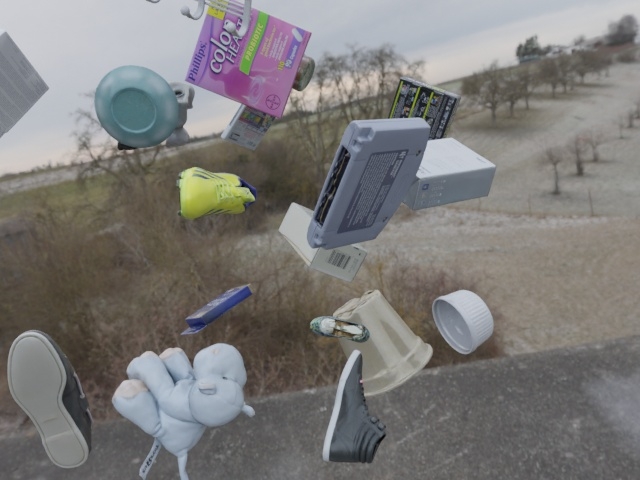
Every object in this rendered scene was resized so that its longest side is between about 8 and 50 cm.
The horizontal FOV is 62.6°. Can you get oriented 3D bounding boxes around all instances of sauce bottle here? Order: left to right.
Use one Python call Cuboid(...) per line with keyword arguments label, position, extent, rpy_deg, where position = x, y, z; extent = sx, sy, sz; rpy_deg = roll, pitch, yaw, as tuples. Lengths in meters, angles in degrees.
Cuboid(label="sauce bottle", position=(-0.189, -0.554, 1.558), extent=(0.345, 0.111, 0.111), rpy_deg=(25, 20, 7))

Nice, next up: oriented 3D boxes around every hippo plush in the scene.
Cuboid(label="hippo plush", position=(-0.284, 0.329, 1.118), extent=(0.237, 0.234, 0.294), rpy_deg=(-35, 35, 32))

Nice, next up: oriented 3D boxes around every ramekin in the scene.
Cuboid(label="ramekin", position=(0.480, 0.264, 1.759), extent=(0.109, 0.207, 0.207), rpy_deg=(-24, 14, -18))

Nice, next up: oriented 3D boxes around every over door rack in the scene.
Cuboid(label="over door rack", position=(-0.215, -0.564, 0.940), extent=(0.240, 0.324, 0.108), rpy_deg=(27, 28, 16))

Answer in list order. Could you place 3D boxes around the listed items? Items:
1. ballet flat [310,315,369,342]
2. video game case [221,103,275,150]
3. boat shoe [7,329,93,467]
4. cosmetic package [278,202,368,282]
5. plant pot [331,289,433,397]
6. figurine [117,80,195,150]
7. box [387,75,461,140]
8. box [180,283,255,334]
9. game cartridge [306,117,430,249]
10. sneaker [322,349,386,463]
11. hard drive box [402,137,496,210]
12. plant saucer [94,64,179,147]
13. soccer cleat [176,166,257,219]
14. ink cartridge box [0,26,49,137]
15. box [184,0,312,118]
Cuboid(label="ballet flat", position=(0.059, 0.268, 1.619), extent=(0.189, 0.070, 0.070), rpy_deg=(8, 15, 6))
Cuboid(label="video game case", position=(-0.229, -0.400, 1.768), extent=(0.183, 0.023, 0.201), rpy_deg=(-55, -19, 12))
Cuboid(label="boat shoe", position=(-0.564, 0.325, 1.112), extent=(0.112, 0.335, 0.095), rpy_deg=(-11, 21, -8))
Cuboid(label="cosmetic package", position=(0.000, 0.000, 1.634), extent=(0.160, 0.113, 0.309), rpy_deg=(23, 10, -27))
Cuboid(label="plant pot", position=(0.204, 0.368, 2.002), extent=(0.334, 0.305, 0.334), rpy_deg=(-32, 3, 2))
Cuboid(label="figurine", position=(-0.447, -0.321, 1.417), extent=(0.215, 0.092, 0.209), rpy_deg=(-7, -31, -20))
Cuboid(label="box", position=(0.346, -0.415, 1.865), extent=(0.216, 0.270, 0.060), rpy_deg=(26, 31, 18))
Cuboid(label="box", position=(-0.318, 0.207, 1.592), extent=(0.225, 0.036, 0.136), rpy_deg=(-36, 11, -35))
Cuboid(label="game cartridge", position=(0.097, -0.110, 1.040), extent=(0.196, 0.294, 0.060), rpy_deg=(-8, 48, -33))
Cuboid(label="sneaker", position=(0.111, 0.444, 1.386), extent=(0.147, 0.295, 0.104), rpy_deg=(9, -25, 14))
Cuboid(label="hard drive box", position=(0.280, -0.171, 1.303), extent=(0.232, 0.089, 0.181), rpy_deg=(-12, 38, -24))
Cuboid(label="plant saucer", position=(-0.433, -0.307, 1.230), extent=(0.195, 0.194, 0.037), rpy_deg=(-14, 25, 2))
Cuboid(label="soccer cleat", position=(-0.193, -0.092, 1.021), extent=(0.121, 0.093, 0.289), rpy_deg=(5, 7, 4))
Cuboid(label="ink cartridge box", position=(-0.710, -0.315, 1.119), extent=(0.224, 0.056, 0.181), rpy_deg=(-57, -14, -20))
Cuboid(label="box", position=(-0.172, -0.439, 1.273), extent=(0.243, 0.213, 0.117), rpy_deg=(20, 11, -8))
